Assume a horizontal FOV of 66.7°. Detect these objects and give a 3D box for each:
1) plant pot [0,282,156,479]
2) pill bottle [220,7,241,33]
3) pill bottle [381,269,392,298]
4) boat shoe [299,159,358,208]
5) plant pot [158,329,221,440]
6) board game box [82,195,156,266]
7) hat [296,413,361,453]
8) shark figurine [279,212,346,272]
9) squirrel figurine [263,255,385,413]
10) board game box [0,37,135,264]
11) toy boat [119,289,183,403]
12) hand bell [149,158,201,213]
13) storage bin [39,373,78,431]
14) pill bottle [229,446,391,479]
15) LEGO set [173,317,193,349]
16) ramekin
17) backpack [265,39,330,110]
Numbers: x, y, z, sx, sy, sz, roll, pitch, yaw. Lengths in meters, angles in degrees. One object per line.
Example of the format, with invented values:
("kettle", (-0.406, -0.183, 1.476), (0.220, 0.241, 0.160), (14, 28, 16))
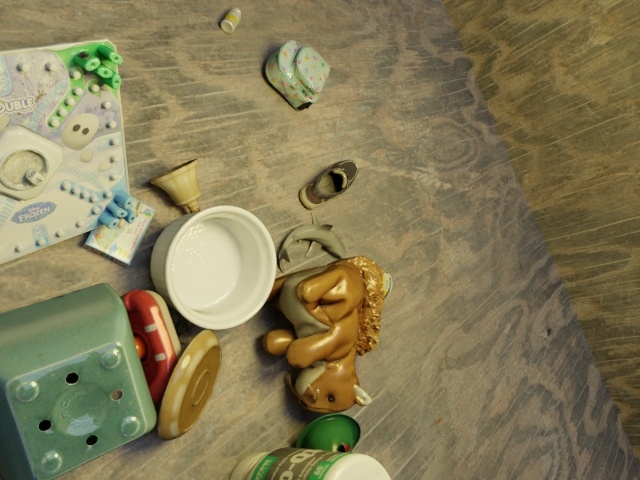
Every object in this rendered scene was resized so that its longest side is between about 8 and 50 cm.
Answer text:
("plant pot", (-0.388, 0.226, 0.744), (0.248, 0.252, 0.247), (-18, 101, -34))
("pill bottle", (-0.270, -0.673, 1.482), (0.043, 0.043, 0.083), (37, 53, -27))
("pill bottle", (0.128, 0.123, 1.511), (0.184, 0.103, 0.103), (21, 62, -35))
("boat shoe", (0.049, -0.190, 1.560), (0.285, 0.092, 0.102), (-36, 100, -43))
("plant pot", (-0.264, 0.306, 1.026), (0.032, 0.236, 0.236), (17, 55, 8))
("board game box", (-0.451, -0.031, 1.099), (0.103, 0.026, 0.154), (33, 55, -29))
("hat", (0.044, 0.544, 1.179), (0.173, 0.183, 0.208), (-43, 122, 3))
("shark figurine", (-0.021, -0.014, 1.423), (0.278, 0.116, 0.166), (-10, 80, -45))
("squirrel figurine", (0.051, 0.248, 1.290), (0.397, 0.281, 0.370), (-18, 94, -42))
("board game box", (-0.512, -0.124, 0.842), (0.050, 0.390, 0.390), (36, 45, 26))
("toy boat", (-0.379, 0.222, 0.975), (0.151, 0.151, 0.231), (-17, 85, -56))
("hand bell", (-0.308, -0.066, 1.206), (0.126, 0.126, 0.242), (-41, 115, -43))
("storage bin", (-0.519, 0.278, 0.887), (0.122, 0.084, 0.180), (52, 49, -15))
("pill bottle", (-0.035, 0.550, 1.029), (0.204, 0.361, 0.204), (16, 64, -38))
("LEGO set", (-0.322, 0.215, 1.134), (0.054, 0.023, 0.083), (-10, 95, -41))
("ramekin", (-0.252, 0.058, 1.128), (0.277, 0.135, 0.277), (-3, 94, -41))
("backpack", (-0.073, -0.534, 1.544), (0.188, 0.144, 0.165), (34, 60, -25))
